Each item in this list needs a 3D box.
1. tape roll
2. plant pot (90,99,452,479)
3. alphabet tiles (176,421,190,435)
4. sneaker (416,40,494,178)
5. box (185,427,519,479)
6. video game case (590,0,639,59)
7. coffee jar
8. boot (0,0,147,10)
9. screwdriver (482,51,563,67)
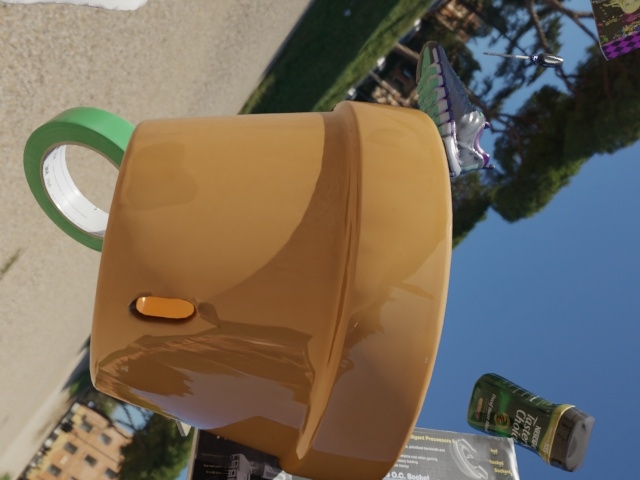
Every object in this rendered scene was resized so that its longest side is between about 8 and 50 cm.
[{"bbox_3d":[-0.458,-0.116,1.342,0.321,0.321,0.077,-45,-170,40],"label":"tape roll"},{"bbox_3d":[-0.051,0.027,0.493,0.291,0.203,0.291,-171,-90,-79],"label":"plant pot"},{"bbox_3d":[-0.210,0.133,1.049,0.011,0.343,0.285,-8,-155,12],"label":"alphabet tiles"},{"bbox_3d":[0.219,-0.213,1.044,0.083,0.098,0.224,164,-82,-78],"label":"sneaker"},{"bbox_3d":[0.029,0.281,0.549,0.077,0.307,0.243,110,-15,-50],"label":"box"},{"bbox_3d":[0.539,-0.410,0.996,0.232,0.042,0.210,-18,-128,32],"label":"video game case"},{"bbox_3d":[0.327,0.283,1.010,0.184,0.079,0.096,17,-81,43],"label":"coffee jar"},{"bbox_3d":[-0.128,-0.178,0.344,0.086,0.069,0.190,-57,-175,23],"label":"boot"},{"bbox_3d":[0.341,-0.306,1.076,0.025,0.169,0.024,16,-74,59],"label":"screwdriver"}]
